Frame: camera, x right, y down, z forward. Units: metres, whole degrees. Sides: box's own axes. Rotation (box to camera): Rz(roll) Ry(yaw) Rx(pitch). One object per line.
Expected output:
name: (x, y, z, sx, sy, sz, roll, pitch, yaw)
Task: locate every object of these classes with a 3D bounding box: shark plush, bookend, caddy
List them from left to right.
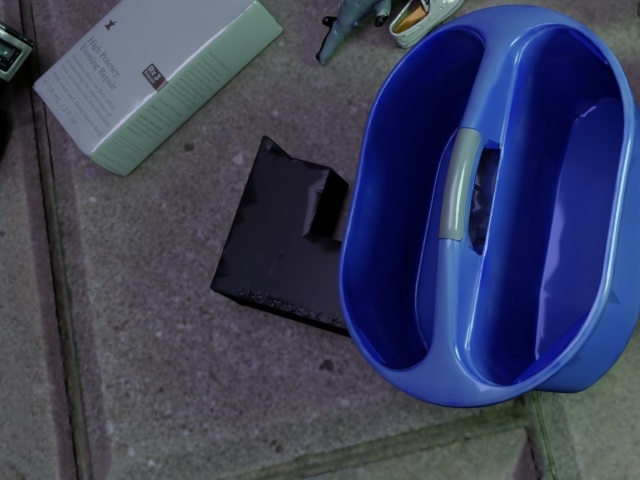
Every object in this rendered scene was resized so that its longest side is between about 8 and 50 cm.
bookend: (0.000, 0.000, 1.166, 0.156, 0.072, 0.157, 15, 81, 21)
shark plush: (0.048, -0.237, 1.206, 0.161, 0.073, 0.067, -37, 56, 12)
caddy: (0.148, -0.025, 1.043, 0.241, 0.179, 0.341, 4, 78, 32)

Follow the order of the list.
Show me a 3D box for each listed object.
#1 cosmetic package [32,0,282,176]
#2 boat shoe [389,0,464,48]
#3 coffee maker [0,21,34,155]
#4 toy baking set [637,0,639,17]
cosmetic package: (-0.166, -0.187, 1.267, 0.231, 0.085, 0.117, -44, 67, 6)
boat shoe: (0.105, -0.231, 1.205, 0.100, 0.035, 0.035, -41, 67, 6)
coffee maker: (-0.408, -0.167, 1.329, 0.171, 0.120, 0.178, 24, 85, 24)
toy baking set: (0.337, -0.233, 1.017, 0.196, 0.256, 0.030, -7, 58, 31)
